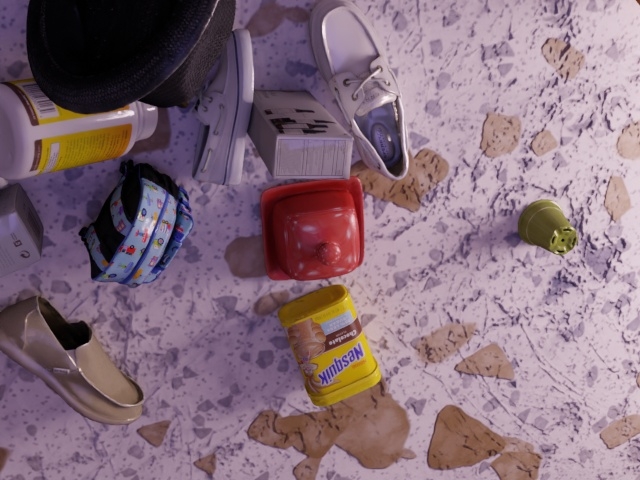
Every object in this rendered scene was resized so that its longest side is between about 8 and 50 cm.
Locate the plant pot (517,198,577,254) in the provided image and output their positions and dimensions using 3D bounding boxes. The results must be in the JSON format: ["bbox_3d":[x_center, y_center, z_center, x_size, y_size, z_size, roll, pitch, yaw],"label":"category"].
[{"bbox_3d":[0.375,-0.014,1.402,0.083,0.079,0.083,-6,116,-13],"label":"plant pot"}]

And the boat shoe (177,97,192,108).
[{"bbox_3d":[-0.224,-0.236,1.164,0.135,0.050,0.045,39,78,-17],"label":"boat shoe"}]

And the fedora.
[{"bbox_3d":[-0.199,-0.284,1.044,0.334,0.334,0.152,-47,147,8],"label":"fedora"}]

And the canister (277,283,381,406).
[{"bbox_3d":[0.014,0.168,1.391,0.126,0.073,0.170,-23,116,-4],"label":"canister"}]

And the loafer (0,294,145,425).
[{"bbox_3d":[-0.358,0.178,1.280,0.092,0.102,0.268,-43,116,13],"label":"loafer"}]

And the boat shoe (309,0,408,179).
[{"bbox_3d":[0.070,-0.210,1.223,0.098,0.096,0.277,-28,117,-1],"label":"boat shoe"}]

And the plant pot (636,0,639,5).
[{"bbox_3d":[0.578,-0.437,1.173,0.203,0.291,0.291,-30,119,-19],"label":"plant pot"}]

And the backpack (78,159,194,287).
[{"bbox_3d":[-0.250,-0.009,1.185,0.117,0.173,0.158,29,102,-24],"label":"backpack"}]

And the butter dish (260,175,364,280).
[{"bbox_3d":[0.000,0.000,1.287,0.160,0.118,0.160,-9,116,-11],"label":"butter dish"}]

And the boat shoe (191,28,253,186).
[{"bbox_3d":[-0.139,-0.178,1.189,0.075,0.083,0.226,0,114,-16],"label":"boat shoe"}]

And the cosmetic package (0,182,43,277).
[{"bbox_3d":[-0.497,0.018,1.165,0.231,0.117,0.085,-23,117,-5],"label":"cosmetic package"}]

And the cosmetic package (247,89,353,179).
[{"bbox_3d":[-0.036,-0.146,1.144,0.099,0.239,0.060,1,113,-16],"label":"cosmetic package"}]

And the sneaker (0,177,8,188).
[{"bbox_3d":[-0.553,-0.161,1.060,0.236,0.130,0.323,-20,122,-10],"label":"sneaker"}]

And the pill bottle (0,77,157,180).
[{"bbox_3d":[-0.315,-0.152,1.094,0.215,0.117,0.117,-21,124,-46],"label":"pill bottle"}]
